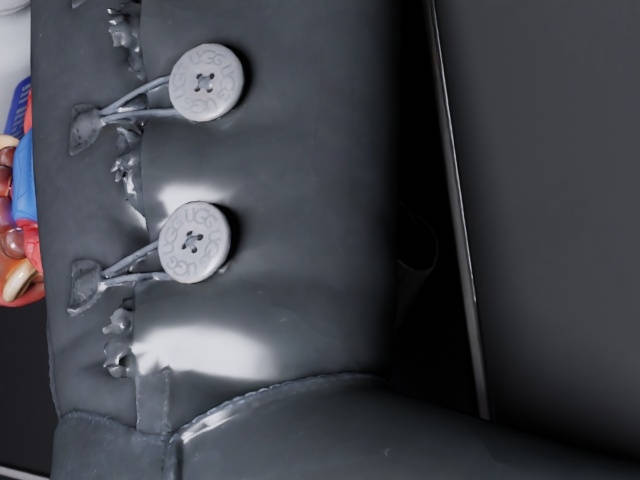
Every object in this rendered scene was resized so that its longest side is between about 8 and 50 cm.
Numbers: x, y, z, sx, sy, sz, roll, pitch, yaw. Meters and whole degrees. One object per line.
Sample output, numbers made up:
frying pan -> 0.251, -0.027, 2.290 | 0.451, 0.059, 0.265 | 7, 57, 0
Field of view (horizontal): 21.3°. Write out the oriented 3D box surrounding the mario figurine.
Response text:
mario figurine -> -0.153, -0.046, 1.196 | 0.170, 0.198, 0.320 | 39, 148, -10

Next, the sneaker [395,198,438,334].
sneaker -> 0.000, 0.000, 0.991 | 0.118, 0.083, 0.222 | -58, 37, 22

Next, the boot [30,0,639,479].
boot -> 0.026, -0.016, 0.831 | 0.146, 0.367, 0.445 | 59, -152, -61

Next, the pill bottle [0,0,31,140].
pill bottle -> -0.294, -0.142, 1.353 | 0.152, 0.152, 0.272 | 59, 144, 31
